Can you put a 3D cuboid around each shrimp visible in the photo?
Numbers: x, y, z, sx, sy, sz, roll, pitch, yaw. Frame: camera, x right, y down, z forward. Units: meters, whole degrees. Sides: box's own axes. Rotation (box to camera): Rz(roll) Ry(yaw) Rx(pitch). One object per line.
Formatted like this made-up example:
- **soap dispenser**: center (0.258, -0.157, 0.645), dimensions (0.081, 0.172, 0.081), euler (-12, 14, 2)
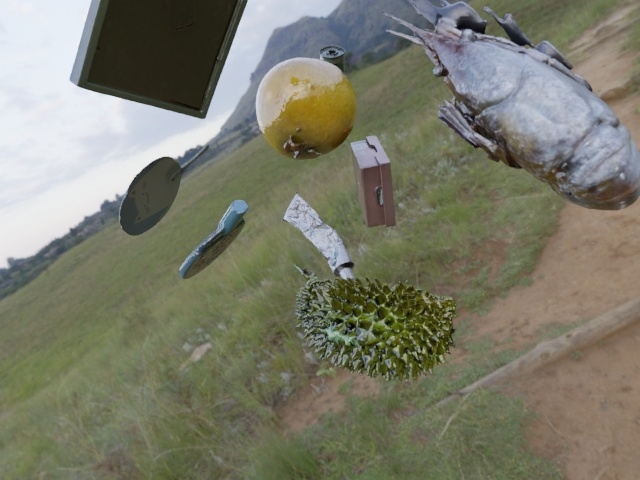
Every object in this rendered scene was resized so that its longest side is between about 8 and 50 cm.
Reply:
- **shrimp**: center (0.196, -0.163, 0.453), dimensions (0.145, 0.343, 0.116), euler (-19, -25, -52)

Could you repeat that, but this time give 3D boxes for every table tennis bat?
- **table tennis bat**: center (-0.125, 0.000, 0.514), dimensions (0.100, 0.019, 0.155), euler (-42, -2, -45)

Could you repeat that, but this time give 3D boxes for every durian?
- **durian**: center (0.040, 0.105, 0.496), dimensions (0.220, 0.137, 0.095), euler (8, 10, 41)

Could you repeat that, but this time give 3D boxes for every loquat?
- **loquat**: center (-0.045, -0.343, 1.128), dimensions (0.274, 0.275, 0.275), euler (-25, 13, 6)

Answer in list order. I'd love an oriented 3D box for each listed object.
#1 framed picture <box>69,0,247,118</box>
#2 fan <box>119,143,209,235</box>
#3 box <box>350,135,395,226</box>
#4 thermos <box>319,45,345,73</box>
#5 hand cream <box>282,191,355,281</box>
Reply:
- **framed picture**: center (-0.191, -0.340, 0.585), dimensions (0.240, 0.020, 0.324), euler (-12, -49, -62)
- **fan**: center (-0.201, -0.078, 0.557), dimensions (0.175, 0.005, 0.113), euler (-57, -8, -36)
- **box**: center (0.157, -0.176, 1.278), dimensions (0.086, 0.215, 0.215), euler (-10, 34, 2)
- **thermos**: center (0.039, -0.470, 1.254), dimensions (0.073, 0.188, 0.083), euler (3, 50, 8)
- **hand cream**: center (0.003, 0.000, 0.976), dimensions (0.050, 0.257, 0.084), euler (-8, -42, -46)
